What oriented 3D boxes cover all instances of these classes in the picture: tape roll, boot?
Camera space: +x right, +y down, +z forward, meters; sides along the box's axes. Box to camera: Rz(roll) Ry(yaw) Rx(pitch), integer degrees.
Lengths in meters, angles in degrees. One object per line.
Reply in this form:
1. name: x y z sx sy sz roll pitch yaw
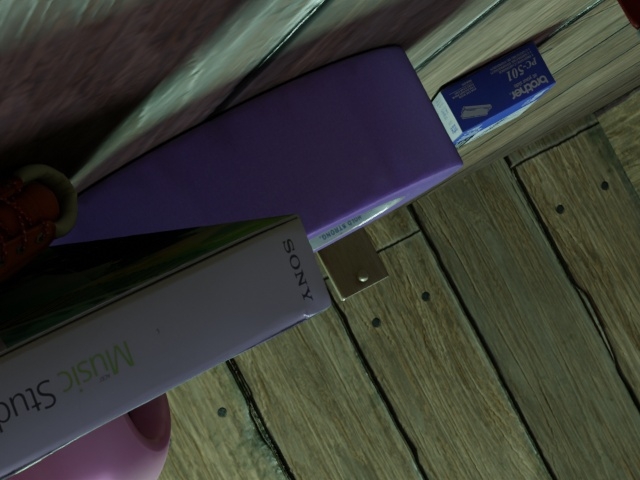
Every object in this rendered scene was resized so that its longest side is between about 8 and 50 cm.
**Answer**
1. tape roll: -0.048 -0.023 1.166 0.275 0.090 0.275 -28 177 -2
2. boot: -0.166 0.001 0.829 0.085 0.059 0.158 -31 -175 16

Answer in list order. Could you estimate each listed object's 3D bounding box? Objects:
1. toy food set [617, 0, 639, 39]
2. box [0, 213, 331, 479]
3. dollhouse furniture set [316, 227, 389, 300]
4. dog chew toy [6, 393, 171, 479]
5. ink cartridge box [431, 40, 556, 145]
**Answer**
1. toy food set: 0.151 -0.138 0.710 0.111 0.104 0.232 -29 177 31
2. box: -0.180 0.059 0.922 0.232 0.058 0.322 -26 -166 -37
3. dollhouse furniture set: 0.000 0.000 1.744 0.144 0.123 0.151 -27 177 -19
4. dog chew toy: -0.306 0.188 1.617 0.332 0.206 0.206 -20 180 16
5. ink cartridge box: 0.150 -0.126 1.658 0.097 0.046 0.207 -28 178 -4
